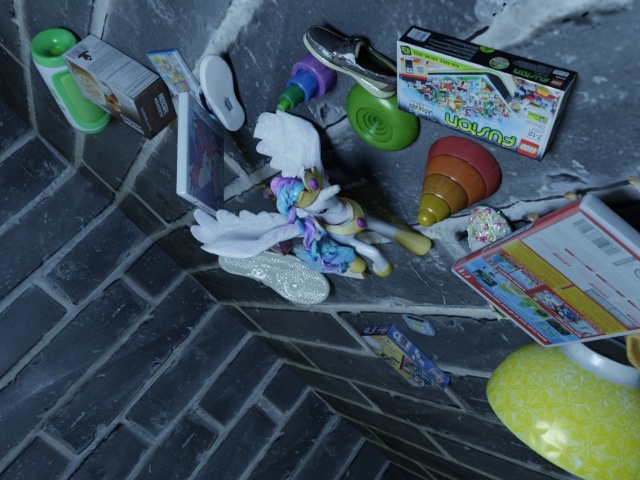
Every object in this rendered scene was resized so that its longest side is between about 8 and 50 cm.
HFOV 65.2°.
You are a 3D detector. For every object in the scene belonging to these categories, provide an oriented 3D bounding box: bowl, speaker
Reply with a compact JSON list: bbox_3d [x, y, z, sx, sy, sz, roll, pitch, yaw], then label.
[{"bbox_3d":[0.441,0.242,0.824,0.290,0.290,0.155,27,111,28],"label":"bowl"},{"bbox_3d":[-0.674,-0.426,1.375,0.131,0.131,0.296,35,157,12],"label":"speaker"}]

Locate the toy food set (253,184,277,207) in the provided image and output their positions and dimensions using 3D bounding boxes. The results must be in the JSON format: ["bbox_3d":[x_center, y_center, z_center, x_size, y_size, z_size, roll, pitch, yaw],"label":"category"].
[{"bbox_3d":[-0.108,-0.103,1.249,0.122,0.019,0.078,43,158,-28],"label":"toy food set"}]

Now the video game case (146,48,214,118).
[{"bbox_3d":[-0.306,-0.344,1.112,0.119,0.015,0.166,16,148,43],"label":"video game case"}]

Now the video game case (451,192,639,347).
[{"bbox_3d":[0.333,0.060,0.686,0.204,0.025,0.285,39,155,-2],"label":"video game case"}]

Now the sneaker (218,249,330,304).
[{"bbox_3d":[-0.125,0.086,1.516,0.350,0.131,0.148,23,-175,10],"label":"sneaker"}]

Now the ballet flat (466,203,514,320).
[{"bbox_3d":[0.297,0.049,0.836,0.091,0.077,0.241,12,144,49],"label":"ballet flat"}]

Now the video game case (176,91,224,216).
[{"bbox_3d":[-0.236,-0.164,1.007,0.023,0.201,0.183,-4,168,11],"label":"video game case"}]

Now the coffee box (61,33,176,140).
[{"bbox_3d":[-0.488,-0.373,1.225,0.247,0.098,0.141,33,156,15],"label":"coffee box"}]

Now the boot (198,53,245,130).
[{"bbox_3d":[-0.215,-0.298,0.987,0.086,0.069,0.190,35,160,22],"label":"boot"}]

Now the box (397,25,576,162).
[{"bbox_3d":[0.193,-0.183,0.624,0.207,0.036,0.114,28,155,25],"label":"box"}]

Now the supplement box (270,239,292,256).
[{"bbox_3d":[-0.118,-0.001,1.413,0.055,0.043,0.083,29,155,25],"label":"supplement box"}]

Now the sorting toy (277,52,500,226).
[{"bbox_3d":[0.084,-0.140,0.754,0.366,0.126,0.127,36,157,7],"label":"sorting toy"}]

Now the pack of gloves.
[{"bbox_3d":[0.000,0.000,1.265,0.232,0.046,0.195,5,131,46],"label":"pack of gloves"}]

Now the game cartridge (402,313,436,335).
[{"bbox_3d":[0.254,0.217,1.285,0.083,0.017,0.056,11,148,49],"label":"game cartridge"}]

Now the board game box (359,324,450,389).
[{"bbox_3d":[0.248,0.348,1.494,0.243,0.042,0.165,44,157,-10],"label":"board game box"}]

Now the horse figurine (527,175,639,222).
[{"bbox_3d":[0.392,0.001,0.618,0.174,0.066,0.263,44,156,-12],"label":"horse figurine"}]

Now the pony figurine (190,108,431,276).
[{"bbox_3d":[-0.016,-0.058,0.923,0.351,0.302,0.363,18,171,42],"label":"pony figurine"}]

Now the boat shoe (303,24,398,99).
[{"bbox_3d":[0.048,-0.258,0.694,0.152,0.056,0.049,31,152,-3],"label":"boat shoe"}]

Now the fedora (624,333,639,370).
[{"bbox_3d":[0.495,0.147,0.712,0.194,0.079,0.194,33,156,17],"label":"fedora"}]
